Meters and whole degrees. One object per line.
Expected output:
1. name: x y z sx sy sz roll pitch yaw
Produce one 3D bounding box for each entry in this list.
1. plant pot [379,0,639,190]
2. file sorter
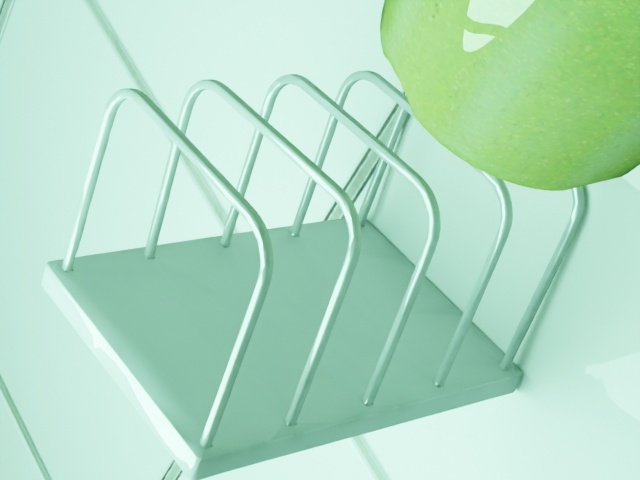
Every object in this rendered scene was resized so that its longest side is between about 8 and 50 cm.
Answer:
1. plant pot: 0.155 -0.163 0.739 0.276 0.276 0.254 62 151 21
2. file sorter: 0.000 0.000 0.932 0.193 0.277 0.173 45 129 36
